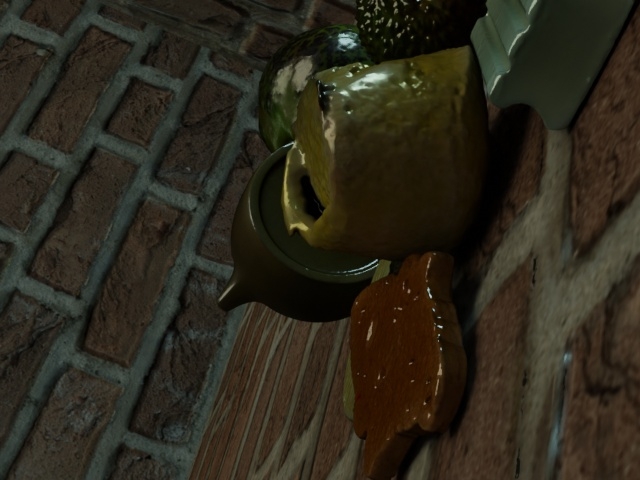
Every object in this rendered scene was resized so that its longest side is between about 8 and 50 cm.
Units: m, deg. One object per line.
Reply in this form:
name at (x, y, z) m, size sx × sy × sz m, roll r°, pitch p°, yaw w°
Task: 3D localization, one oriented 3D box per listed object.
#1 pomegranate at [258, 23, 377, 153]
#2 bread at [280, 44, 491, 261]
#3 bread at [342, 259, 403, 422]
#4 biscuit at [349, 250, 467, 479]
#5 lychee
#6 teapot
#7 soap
pomegranate at (0.048, -0.165, 1.459) m, size 0.276 × 0.222 × 0.204 m, roll -9°, pitch -61°, yaw -58°
bread at (0.062, -0.076, 1.002) m, size 0.197 × 0.170 × 0.197 m, roll -178°, pitch 90°, yaw -76°
bread at (0.057, 0.087, 1.115) m, size 0.112 × 0.036 × 0.193 m, roll 130°, pitch 157°, yaw -73°
biscuit at (0.065, 0.092, 0.932) m, size 0.280 × 0.043 × 0.183 m, roll -134°, pitch 63°, yaw -79°
lychee at (0.114, -0.241, 1.281) m, size 0.171 × 0.171 × 0.171 m, roll -158°, pitch 90°, yaw -84°
teapot at (0.000, 0.000, 1.290) m, size 0.267 × 0.185 × 0.175 m, roll -28°, pitch -15°, yaw -27°
soap at (0.172, -0.171, 0.890) m, size 0.198 × 0.066 × 0.119 m, roll -82°, pitch 17°, yaw -67°
